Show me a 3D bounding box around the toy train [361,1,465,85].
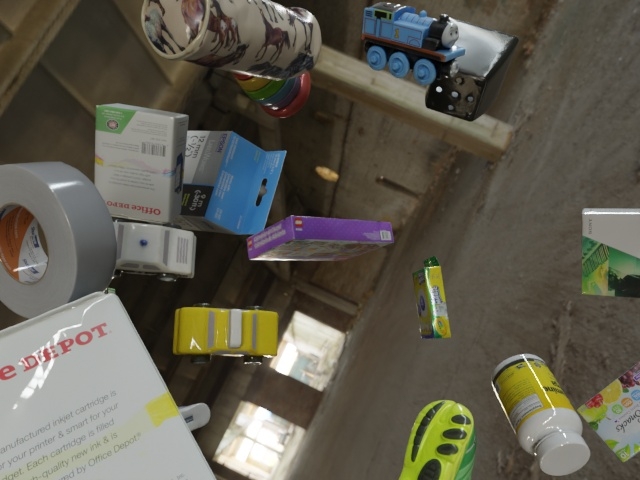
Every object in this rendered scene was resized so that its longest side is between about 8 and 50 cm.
[{"bbox_3d":[0.148,-0.325,0.897,0.080,0.184,0.105,-31,-43,-36],"label":"toy train"}]

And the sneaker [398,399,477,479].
[{"bbox_3d":[0.141,0.368,0.744,0.295,0.109,0.123,-54,-52,-19],"label":"sneaker"}]

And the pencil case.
[{"bbox_3d":[-0.160,-0.428,1.101,0.160,0.183,0.410,-28,-6,32],"label":"pencil case"}]

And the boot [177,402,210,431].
[{"bbox_3d":[-0.330,0.397,1.180,0.190,0.086,0.069,14,-117,-61],"label":"boot"}]

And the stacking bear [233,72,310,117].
[{"bbox_3d":[-0.168,-0.468,1.471,0.175,0.164,0.289,-41,-37,14],"label":"stacking bear"}]

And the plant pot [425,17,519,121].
[{"bbox_3d":[0.354,-0.405,1.356,0.188,0.188,0.167,95,-159,-52],"label":"plant pot"}]

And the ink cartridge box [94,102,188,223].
[{"bbox_3d":[-0.355,-0.152,1.082,0.093,0.154,0.212,-77,-5,-74],"label":"ink cartridge box"}]

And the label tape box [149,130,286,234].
[{"bbox_3d":[-0.289,-0.154,1.416,0.115,0.348,0.249,46,-126,-57],"label":"label tape box"}]

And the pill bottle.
[{"bbox_3d":[0.659,0.518,1.643,0.334,0.188,0.187,-100,29,-58],"label":"pill bottle"}]

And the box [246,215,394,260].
[{"bbox_3d":[0.000,0.000,1.310,0.201,0.293,0.057,-24,70,50],"label":"box"}]

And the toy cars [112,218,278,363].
[{"bbox_3d":[-0.227,0.083,0.933,0.176,0.394,0.087,-48,4,-27],"label":"toy cars"}]

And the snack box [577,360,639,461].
[{"bbox_3d":[0.508,0.273,0.882,0.141,0.100,0.037,-44,-35,11],"label":"snack box"}]

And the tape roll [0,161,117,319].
[{"bbox_3d":[-0.395,-0.001,0.777,0.072,0.219,0.219,-22,-41,-61],"label":"tape roll"}]

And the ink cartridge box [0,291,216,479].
[{"bbox_3d":[-0.301,0.297,0.663,0.279,0.384,0.160,-24,-16,-31],"label":"ink cartridge box"}]

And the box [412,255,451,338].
[{"bbox_3d":[0.244,0.128,1.218,0.105,0.043,0.179,116,150,-78],"label":"box"}]

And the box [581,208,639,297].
[{"bbox_3d":[0.842,0.035,1.394,0.058,0.322,0.232,-33,-60,-55],"label":"box"}]

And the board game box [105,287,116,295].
[{"bbox_3d":[-0.607,0.252,1.548,0.260,0.030,0.136,44,115,58],"label":"board game box"}]
